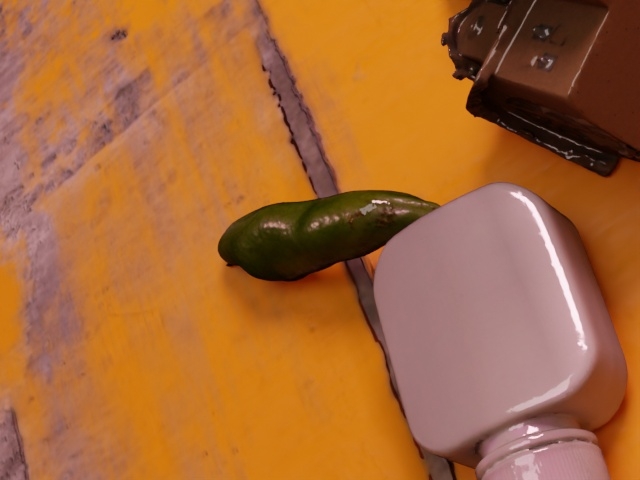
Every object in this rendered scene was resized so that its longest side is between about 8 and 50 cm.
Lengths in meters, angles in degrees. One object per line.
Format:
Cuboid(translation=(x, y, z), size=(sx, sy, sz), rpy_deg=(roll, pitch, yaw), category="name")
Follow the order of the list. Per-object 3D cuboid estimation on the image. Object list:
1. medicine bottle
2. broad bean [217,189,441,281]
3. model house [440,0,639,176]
Cuboid(translation=(0.101, 0.067, 0.685), size=(0.119, 0.069, 0.183), rpy_deg=(-30, 54, 24), category="medicine bottle")
Cuboid(translation=(-0.003, -0.003, 0.800), size=(0.195, 0.061, 0.046), rpy_deg=(-8, 64, 35), category="broad bean")
Cuboid(translation=(0.120, -0.160, 0.726), size=(0.248, 0.176, 0.181), rpy_deg=(28, 90, 58), category="model house")
